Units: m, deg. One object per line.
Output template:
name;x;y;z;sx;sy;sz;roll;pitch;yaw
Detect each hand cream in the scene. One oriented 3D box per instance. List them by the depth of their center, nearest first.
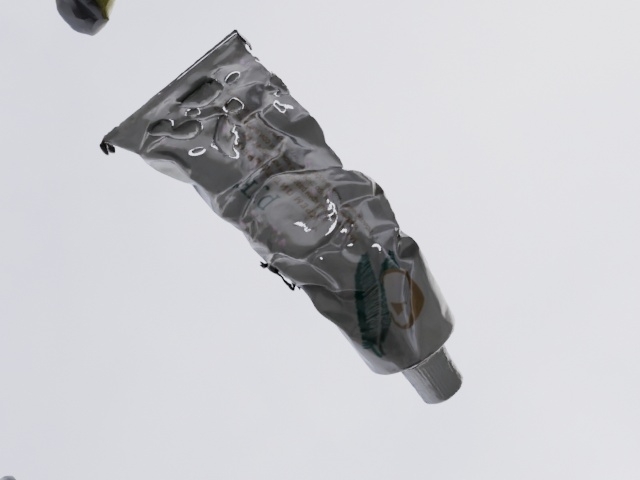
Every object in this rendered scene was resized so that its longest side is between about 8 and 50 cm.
hand cream;-0.001;-0.002;0.966;0.084;0.257;0.050;-33;-141;14

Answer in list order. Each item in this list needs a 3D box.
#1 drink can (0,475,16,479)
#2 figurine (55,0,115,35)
drink can;-0.310;0.198;1.255;0.235;0.097;0.097;0;-119;-21
figurine;-0.199;-0.268;1.174;0.169;0.326;0.218;-28;-112;23
